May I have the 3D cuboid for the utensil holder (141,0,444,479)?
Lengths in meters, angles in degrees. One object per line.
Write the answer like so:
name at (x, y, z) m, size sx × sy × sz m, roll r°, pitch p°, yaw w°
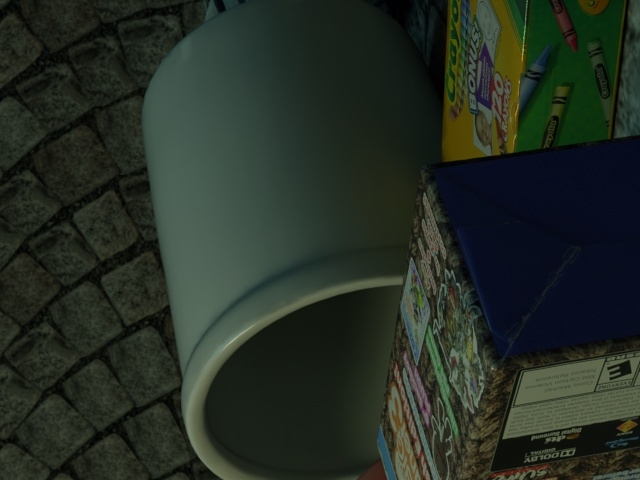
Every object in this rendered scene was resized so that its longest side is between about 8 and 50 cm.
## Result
utensil holder at (0.000, 0.000, 1.521) m, size 0.327 × 0.327 × 0.385 m, roll 94°, pitch 164°, yaw -48°

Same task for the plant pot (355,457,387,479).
plant pot at (0.156, 0.302, 1.198) m, size 0.243 × 0.275 × 0.275 m, roll -128°, pitch 29°, yaw -46°

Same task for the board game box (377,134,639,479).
board game box at (0.172, 0.084, 0.965) m, size 0.291 × 0.232 × 0.141 m, roll 96°, pitch 162°, yaw -51°

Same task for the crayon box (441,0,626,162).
crayon box at (0.160, -0.139, 1.231) m, size 0.165 × 0.081 × 0.278 m, roll -114°, pitch 19°, yaw -52°

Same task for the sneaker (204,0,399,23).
sneaker at (0.028, -0.287, 1.677) m, size 0.315 × 0.182 × 0.127 m, roll -44°, pitch 52°, yaw 40°
